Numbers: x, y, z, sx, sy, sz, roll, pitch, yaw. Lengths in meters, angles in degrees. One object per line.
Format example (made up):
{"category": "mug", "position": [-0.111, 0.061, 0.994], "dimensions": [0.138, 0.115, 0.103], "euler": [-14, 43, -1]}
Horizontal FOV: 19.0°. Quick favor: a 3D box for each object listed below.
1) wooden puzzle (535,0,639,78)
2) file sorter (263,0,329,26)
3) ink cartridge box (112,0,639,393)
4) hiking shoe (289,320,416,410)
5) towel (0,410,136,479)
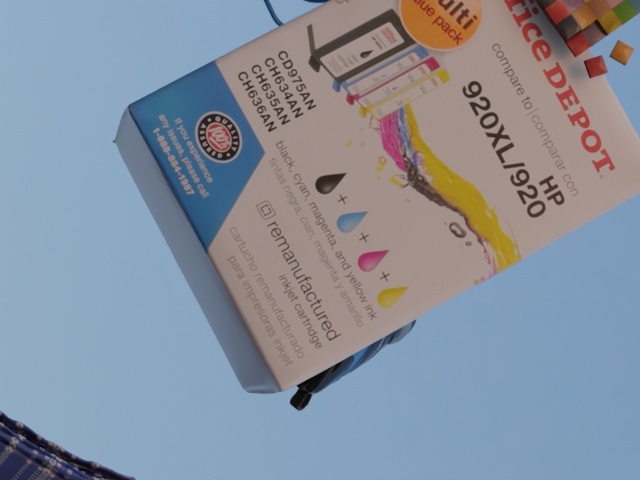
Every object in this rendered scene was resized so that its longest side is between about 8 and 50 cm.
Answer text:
{"category": "wooden puzzle", "position": [0.137, -0.127, 0.984], "dimensions": [0.083, 0.049, 0.006], "euler": [55, -9, -1]}
{"category": "file sorter", "position": [0.020, -0.274, 1.655], "dimensions": [0.104, 0.170, 0.118], "euler": [4, -42, 31]}
{"category": "ink cartridge box", "position": [0.030, -0.043, 1.056], "dimensions": [0.171, 0.232, 0.168], "euler": [62, -10, 0]}
{"category": "hiking shoe", "position": [0.000, 0.000, 1.568], "dimensions": [0.113, 0.132, 0.304], "euler": [18, -41, 38]}
{"category": "towel", "position": [-0.332, 0.179, 1.677], "dimensions": [0.336, 0.040, 0.243], "euler": [33, -34, -6]}
